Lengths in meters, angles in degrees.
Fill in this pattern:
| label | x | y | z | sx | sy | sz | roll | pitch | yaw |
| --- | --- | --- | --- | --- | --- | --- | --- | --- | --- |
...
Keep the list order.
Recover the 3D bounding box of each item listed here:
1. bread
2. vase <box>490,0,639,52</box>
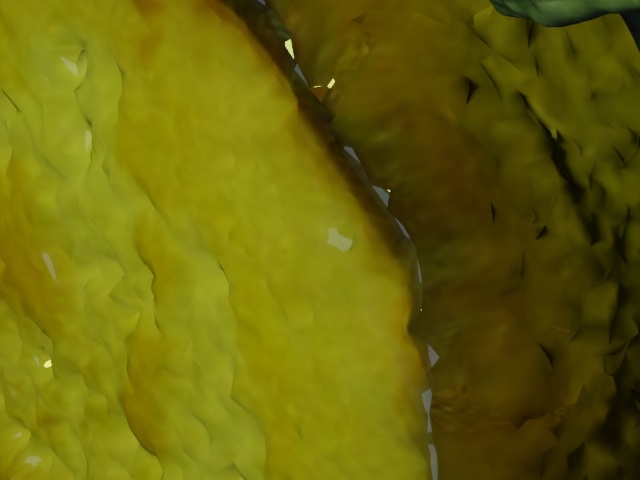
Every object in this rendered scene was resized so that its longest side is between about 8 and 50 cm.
| label | x | y | z | sx | sy | sz | roll | pitch | yaw |
| --- | --- | --- | --- | --- | --- | --- | --- | --- | --- |
| bread | 0.000 | 0.000 | 0.688 | 0.398 | 0.215 | 0.398 | 24 | 123 | 43 |
| vase | 0.196 | 0.018 | 0.459 | 0.245 | 0.245 | 0.291 | -8 | 109 | 51 |
